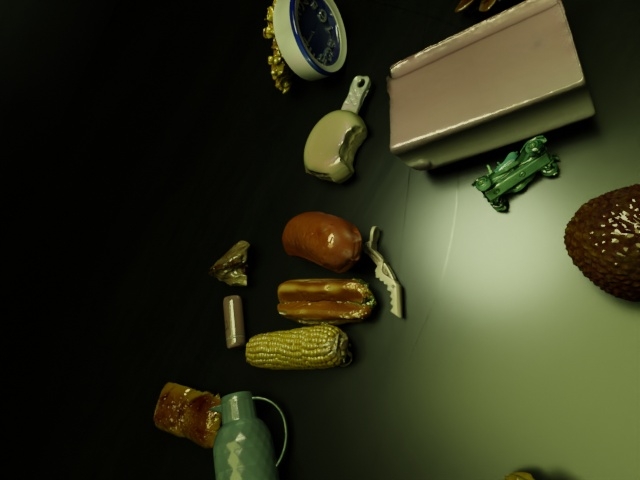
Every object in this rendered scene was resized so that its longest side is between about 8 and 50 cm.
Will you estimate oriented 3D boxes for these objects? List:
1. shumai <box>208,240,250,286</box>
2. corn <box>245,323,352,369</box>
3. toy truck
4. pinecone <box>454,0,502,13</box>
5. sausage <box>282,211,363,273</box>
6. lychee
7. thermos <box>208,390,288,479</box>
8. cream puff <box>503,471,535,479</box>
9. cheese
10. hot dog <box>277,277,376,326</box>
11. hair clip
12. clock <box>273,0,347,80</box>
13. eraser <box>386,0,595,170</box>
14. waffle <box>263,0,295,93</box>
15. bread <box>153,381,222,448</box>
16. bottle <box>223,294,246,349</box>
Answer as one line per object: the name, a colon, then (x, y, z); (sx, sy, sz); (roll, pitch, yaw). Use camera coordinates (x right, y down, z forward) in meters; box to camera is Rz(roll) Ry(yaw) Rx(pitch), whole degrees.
shumai: (-0.245, 0.071, 1.297); (0.139, 0.105, 0.123); (-8, 28, 24)
corn: (-0.059, 0.254, 1.092); (0.293, 0.106, 0.106); (-12, 70, 36)
toy truck: (0.377, -0.137, 0.908); (0.154, 0.080, 0.078); (-38, 31, 21)
pinecone: (0.353, -0.608, 0.983); (0.202, 0.201, 0.229); (-4, 49, 21)
sausage: (0.001, -0.003, 1.084); (0.258, 0.133, 0.133); (17, 87, 58)
lychee: (0.488, 0.003, 0.717); (0.194, 0.194, 0.195); (-11, 70, 33)
thermos: (-0.159, 0.495, 1.070); (0.182, 0.145, 0.287); (-12, 65, -1)
cream puff: (0.353, 0.440, 0.732); (0.146, 0.116, 0.146); (4, 103, 19)
cheese: (0.057, -0.286, 1.172); (0.163, 0.082, 0.286); (24, 91, 37)
hot dog: (0.008, 0.145, 1.086); (0.269, 0.072, 0.115); (-1, 75, 34)
hair clip: (0.145, 0.066, 1.035); (0.072, 0.034, 0.226); (-39, 58, 20)
clock: (-0.023, -0.541, 1.210); (0.083, 0.230, 0.231); (-2, 76, 37)
eraser: (0.322, -0.311, 0.940); (0.359, 0.122, 0.272); (-18, 56, 32)
waffle: (-0.103, -0.539, 1.280); (0.051, 0.231, 0.229); (1, 69, 9)
bread: (-0.346, 0.462, 1.250); (0.270, 0.077, 0.139); (1, 74, 39)
bottle: (-0.232, 0.221, 1.251); (0.053, 0.053, 0.140); (-23, 64, 29)
